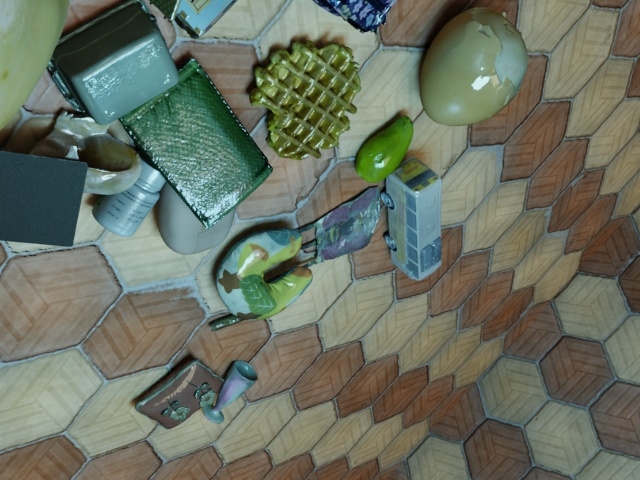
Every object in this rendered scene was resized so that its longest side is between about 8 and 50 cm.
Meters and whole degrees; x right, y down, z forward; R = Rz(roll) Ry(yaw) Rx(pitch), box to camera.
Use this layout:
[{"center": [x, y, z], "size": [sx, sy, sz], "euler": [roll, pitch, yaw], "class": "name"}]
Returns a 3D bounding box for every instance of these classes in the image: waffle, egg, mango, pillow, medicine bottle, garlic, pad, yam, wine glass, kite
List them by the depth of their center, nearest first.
[{"center": [-0.430, -0.057, 1.046], "size": [0.143, 0.003, 0.211], "euler": [6, 143, -24], "class": "pad"}, {"center": [-0.356, -0.116, 1.060], "size": [0.175, 0.099, 0.124], "euler": [6, 130, -28], "class": "garlic"}, {"center": [-0.312, -0.078, 1.168], "size": [0.130, 0.080, 0.080], "euler": [-53, 144, 11], "class": "medicine bottle"}, {"center": [-0.029, -0.248, 1.300], "size": [0.249, 0.056, 0.253], "euler": [-16, 138, -34], "class": "waffle"}, {"center": [0.301, -0.339, 1.416], "size": [0.201, 0.201, 0.244], "euler": [3, 138, -46], "class": "egg"}, {"center": [-0.120, 0.073, 1.504], "size": [0.214, 0.086, 0.233], "euler": [-30, 134, -18], "class": "pillow"}, {"center": [0.144, -0.195, 1.510], "size": [0.165, 0.074, 0.091], "euler": [-50, 143, 8], "class": "mango"}, {"center": [-0.195, 0.173, 1.596], "size": [0.130, 0.033, 0.027], "euler": [-18, 164, -27], "class": "yam"}, {"center": [0.002, 0.002, 1.619], "size": [0.361, 0.022, 0.204], "euler": [-24, 141, -26], "class": "kite"}, {"center": [-0.317, 0.360, 1.620], "size": [0.179, 0.075, 0.171], "euler": [-39, 145, -5], "class": "pillow"}, {"center": [-0.223, 0.376, 1.732], "size": [0.073, 0.073, 0.155], "euler": [17, 112, -52], "class": "wine glass"}]

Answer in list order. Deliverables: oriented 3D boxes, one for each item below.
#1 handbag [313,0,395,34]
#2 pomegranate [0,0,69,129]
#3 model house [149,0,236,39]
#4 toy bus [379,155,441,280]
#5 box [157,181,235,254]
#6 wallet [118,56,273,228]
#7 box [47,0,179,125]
[{"center": [0.072, -0.451, 1.129], "size": [0.208, 0.126, 0.229], "euler": [-48, 146, 16], "class": "handbag"}, {"center": [-0.404, -0.268, 0.614], "size": [0.412, 0.411, 0.411], "euler": [-27, 142, -24], "class": "pomegranate"}, {"center": [-0.160, -0.423, 0.876], "size": [0.271, 0.178, 0.206], "euler": [-43, 151, 3], "class": "model house"}, {"center": [0.226, -0.046, 1.691], "size": [0.097, 0.138, 0.342], "euler": [-34, 142, -19], "class": "toy bus"}, {"center": [-0.221, -0.064, 1.266], "size": [0.146, 0.088, 0.200], "euler": [-17, 135, -32], "class": "box"}, {"center": [-0.198, -0.155, 1.149], "size": [0.160, 0.055, 0.236], "euler": [-45, 117, -17], "class": "wallet"}, {"center": [-0.289, -0.248, 1.005], "size": [0.172, 0.093, 0.124], "euler": [-35, 145, -12], "class": "box"}]
